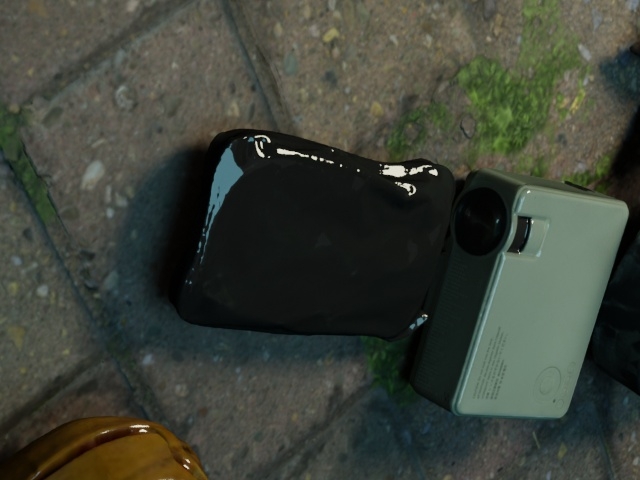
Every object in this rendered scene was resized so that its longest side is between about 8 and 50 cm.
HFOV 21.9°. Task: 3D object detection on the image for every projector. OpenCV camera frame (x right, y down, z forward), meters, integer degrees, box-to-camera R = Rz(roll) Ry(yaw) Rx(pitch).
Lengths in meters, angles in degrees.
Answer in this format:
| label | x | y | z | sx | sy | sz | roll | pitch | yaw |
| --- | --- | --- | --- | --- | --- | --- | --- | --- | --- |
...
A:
| label | x | y | z | sx | sy | sz | roll | pitch | yaw |
| --- | --- | --- | --- | --- | --- | --- | --- | --- | --- |
| projector | 0.209 | 0.058 | 1.784 | 0.192 | 0.099 | 0.256 | 6 | 103 | -43 |

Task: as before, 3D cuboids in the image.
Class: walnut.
| label | x | y | z | sx | sy | sz | roll | pitch | yaw |
| --- | --- | --- | --- | --- | --- | --- | --- | --- | --- |
| walnut | -0.240 | 0.284 | 1.425 | 0.336 | 0.209 | 0.209 | -30 | 125 | -17 |

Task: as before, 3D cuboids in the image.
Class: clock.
| label | x | y | z | sx | sy | sz | roll | pitch | yaw |
| --- | --- | --- | --- | --- | --- | --- | --- | --- | --- |
| clock | 0.472 | 0.024 | 1.919 | 0.386 | 0.076 | 0.386 | -32 | 146 | -26 |

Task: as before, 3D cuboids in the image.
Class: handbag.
| label | x | y | z | sx | sy | sz | roll | pitch | yaw |
| --- | --- | --- | --- | --- | --- | --- | --- | --- | --- |
| handbag | 0.002 | 0.000 | 1.600 | 0.332 | 0.075 | 0.191 | 7 | 102 | -43 |

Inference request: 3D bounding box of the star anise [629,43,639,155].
| label | x | y | z | sx | sy | sz | roll | pitch | yaw |
| --- | --- | --- | --- | --- | --- | --- | --- | --- | --- |
| star anise | 0.482 | -0.207 | 1.895 | 0.332 | 0.117 | 0.331 | -18 | 119 | -36 |
